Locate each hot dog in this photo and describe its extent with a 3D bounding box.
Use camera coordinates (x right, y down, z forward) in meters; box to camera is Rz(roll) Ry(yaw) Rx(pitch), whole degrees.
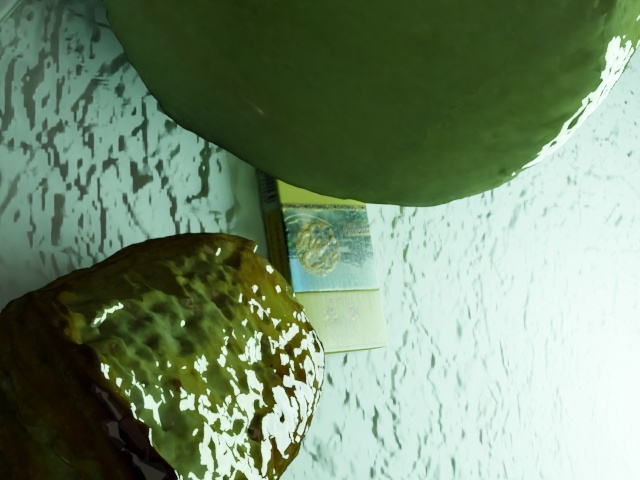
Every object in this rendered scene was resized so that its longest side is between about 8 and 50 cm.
[{"bbox_3d":[-0.084,0.089,0.617,0.175,0.114,0.259,61,18,-4],"label":"hot dog"}]

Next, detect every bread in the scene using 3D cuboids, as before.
[{"bbox_3d":[0.036,-0.175,0.685,0.320,0.320,0.237,47,42,-24],"label":"bread"}]

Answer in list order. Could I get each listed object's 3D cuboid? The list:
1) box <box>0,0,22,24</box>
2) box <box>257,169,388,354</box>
[{"bbox_3d":[-0.292,-0.209,0.538,0.343,0.065,0.200,47,50,-24],"label":"box"},{"bbox_3d":[0.000,0.000,0.797,0.087,0.023,0.155,0,78,-48],"label":"box"}]
